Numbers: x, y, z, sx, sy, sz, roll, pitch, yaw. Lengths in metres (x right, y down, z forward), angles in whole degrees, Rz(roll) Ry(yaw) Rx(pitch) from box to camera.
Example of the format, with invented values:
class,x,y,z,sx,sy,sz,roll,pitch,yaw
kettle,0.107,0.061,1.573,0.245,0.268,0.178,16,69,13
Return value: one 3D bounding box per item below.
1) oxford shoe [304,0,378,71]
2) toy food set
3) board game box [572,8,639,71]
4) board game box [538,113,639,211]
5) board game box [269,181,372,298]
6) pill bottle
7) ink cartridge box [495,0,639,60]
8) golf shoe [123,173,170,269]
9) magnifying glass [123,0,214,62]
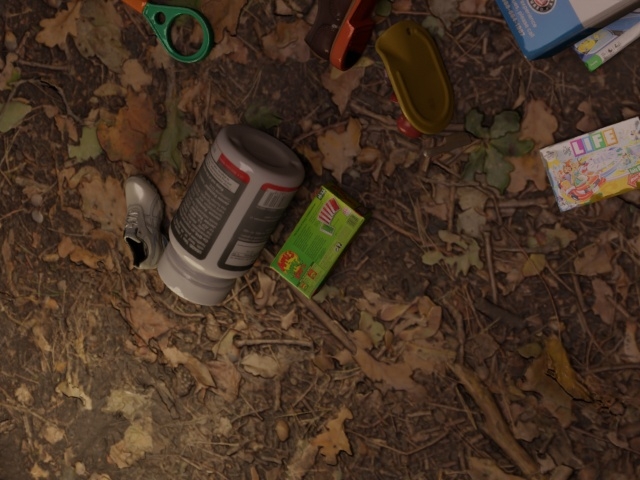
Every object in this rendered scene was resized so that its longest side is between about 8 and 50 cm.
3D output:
class,x,y,z,sx,sy,sz,roll,pitch,yaw
oxford shoe,0.050,-0.403,1.538,0.098,0.097,0.271,33,114,19
toy food set,0.139,-0.226,1.537,0.071,0.128,0.218,-11,105,47
board game box,0.430,-0.355,1.414,0.201,0.035,0.136,-38,87,27
board game box,0.418,-0.114,1.488,0.154,0.026,0.103,-19,95,27
board game box,0.000,0.000,1.693,0.092,0.043,0.181,39,115,11
pill bottle,-0.159,-0.040,1.687,0.161,0.161,0.283,37,115,11
ink cartridge box,0.393,-0.455,1.292,0.395,0.166,0.285,-28,88,28
golf shoe,-0.326,-0.032,1.805,0.069,0.086,0.176,-12,97,28
magnifying glass,-0.283,-0.391,1.724,0.231,0.026,0.092,36,115,12
